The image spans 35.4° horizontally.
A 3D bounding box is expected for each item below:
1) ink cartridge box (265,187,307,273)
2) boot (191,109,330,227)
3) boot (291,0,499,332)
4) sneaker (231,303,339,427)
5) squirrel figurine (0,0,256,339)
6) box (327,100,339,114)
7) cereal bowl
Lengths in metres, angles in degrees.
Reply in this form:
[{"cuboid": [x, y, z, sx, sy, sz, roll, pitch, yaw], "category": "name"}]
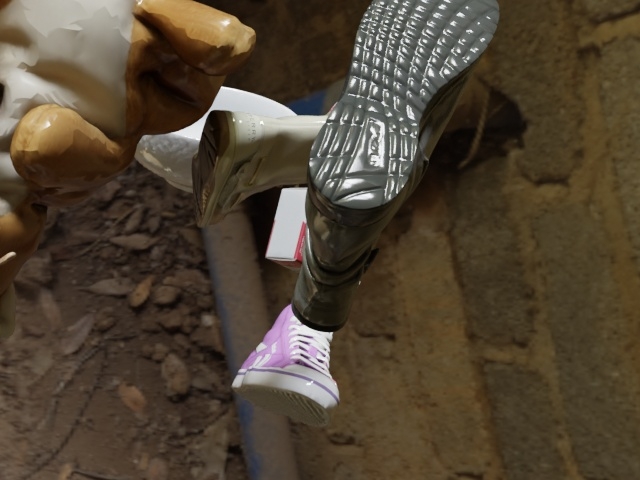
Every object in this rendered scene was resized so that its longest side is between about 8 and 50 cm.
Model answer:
[{"cuboid": [0.000, 0.000, 1.718, 0.175, 0.072, 0.127, 28, 70, -47], "category": "ink cartridge box"}, {"cuboid": [-0.051, -0.075, 1.075, 0.165, 0.213, 0.077, -5, 69, -17], "category": "boot"}, {"cuboid": [0.041, -0.066, 0.709, 0.083, 0.161, 0.246, 25, 57, 7], "category": "boot"}, {"cuboid": [-0.025, 0.139, 1.265, 0.102, 0.282, 0.161, 37, 76, -15], "category": "sneaker"}, {"cuboid": [-0.284, -0.095, 0.979, 0.281, 0.397, 0.370, 29, 90, -11], "category": "squirrel figurine"}, {"cuboid": [0.086, -0.185, 1.781, 0.128, 0.257, 0.122, 42, 74, -14], "category": "box"}, {"cuboid": [-0.207, -0.179, 1.880, 0.339, 0.339, 0.141, -9, 122, -36], "category": "cereal bowl"}]
